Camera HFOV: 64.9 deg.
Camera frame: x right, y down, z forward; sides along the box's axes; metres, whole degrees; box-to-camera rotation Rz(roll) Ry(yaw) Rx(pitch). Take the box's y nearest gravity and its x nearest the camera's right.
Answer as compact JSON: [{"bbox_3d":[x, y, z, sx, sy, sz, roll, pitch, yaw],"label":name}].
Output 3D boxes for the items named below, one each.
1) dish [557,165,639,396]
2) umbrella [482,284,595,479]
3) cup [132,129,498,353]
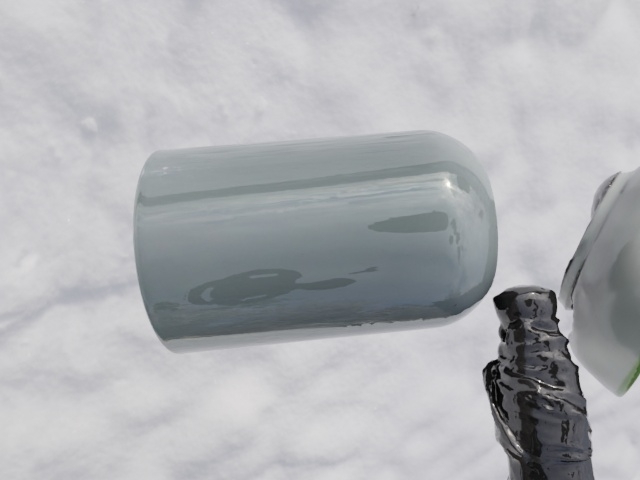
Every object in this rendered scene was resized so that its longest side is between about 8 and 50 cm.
[{"bbox_3d":[0.375,0.016,0.614,0.324,0.124,0.324,-36,140,-37],"label":"dish"},{"bbox_3d":[0.220,0.219,0.473,0.113,0.106,0.357,-10,81,20],"label":"umbrella"},{"bbox_3d":[0.000,0.000,0.504,0.313,0.205,0.205,-4,118,3],"label":"cup"}]
